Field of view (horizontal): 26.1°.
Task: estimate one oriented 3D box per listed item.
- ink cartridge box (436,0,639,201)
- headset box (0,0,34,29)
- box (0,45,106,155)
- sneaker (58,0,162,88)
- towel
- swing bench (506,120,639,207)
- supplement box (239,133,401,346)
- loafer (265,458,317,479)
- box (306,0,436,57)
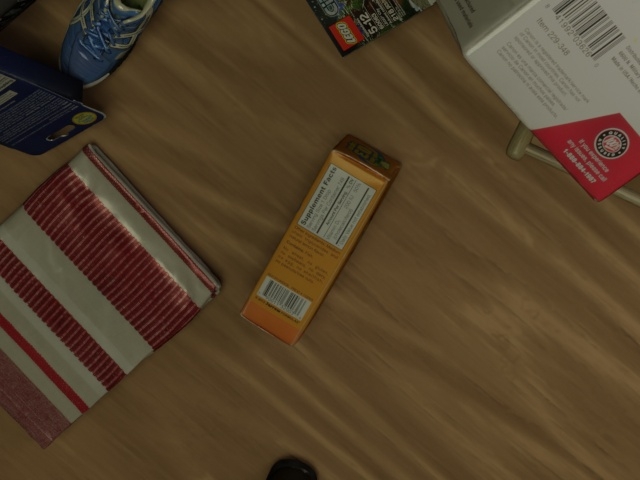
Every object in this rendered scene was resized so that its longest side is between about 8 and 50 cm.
[{"bbox_3d":[0.285,-0.212,1.174,0.306,0.131,0.226,-37,125,15],"label":"ink cartridge box"},{"bbox_3d":[-0.377,-0.346,1.480,0.293,0.110,0.218,-35,100,21],"label":"headset box"},{"bbox_3d":[-0.361,-0.161,1.509,0.136,0.036,0.225,-23,148,37],"label":"box"},{"bbox_3d":[-0.226,-0.249,1.499,0.080,0.081,0.211,37,115,-4],"label":"sneaker"},{"bbox_3d":[-0.304,0.070,1.654,0.329,0.037,0.237,-41,95,19],"label":"towel"},{"bbox_3d":[0.356,-0.160,1.366,0.253,0.165,0.254,25,113,4],"label":"swing bench"},{"bbox_3d":[0.000,0.000,1.543,0.080,0.078,0.233,33,112,2],"label":"supplement box"},{"bbox_3d":[-0.066,0.372,1.685,0.080,0.078,0.220,16,112,6],"label":"loafer"},{"bbox_3d":[0.027,-0.326,1.418,0.159,0.044,0.233,-27,102,34],"label":"box"}]
